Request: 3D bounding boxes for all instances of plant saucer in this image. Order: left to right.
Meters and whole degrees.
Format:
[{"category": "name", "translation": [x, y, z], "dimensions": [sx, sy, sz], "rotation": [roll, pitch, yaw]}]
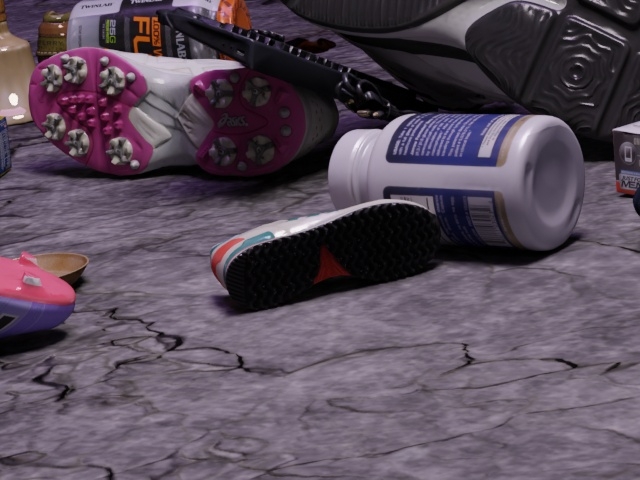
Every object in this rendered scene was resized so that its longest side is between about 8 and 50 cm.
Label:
[{"category": "plant saucer", "translation": [-0.208, 0.027, 1.423], "dimensions": [0.083, 0.015, 0.083], "rotation": [-7, 14, 2]}]

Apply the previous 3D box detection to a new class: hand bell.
[{"category": "hand bell", "translation": [-0.359, -0.254, 2.163], "dimensions": [0.126, 0.242, 0.126], "rotation": [-6, 14, 2]}]

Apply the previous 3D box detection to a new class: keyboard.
[{"category": "keyboard", "translation": [0.015, -0.138, 1.688], "dimensions": [0.201, 0.033, 0.317], "rotation": [29, 10, 30]}]

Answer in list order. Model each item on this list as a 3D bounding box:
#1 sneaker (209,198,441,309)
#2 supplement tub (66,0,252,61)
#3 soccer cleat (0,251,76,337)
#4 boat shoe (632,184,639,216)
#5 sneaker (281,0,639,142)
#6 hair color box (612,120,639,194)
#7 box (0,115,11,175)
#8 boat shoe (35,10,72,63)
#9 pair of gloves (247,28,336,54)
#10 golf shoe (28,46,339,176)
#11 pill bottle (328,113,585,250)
[{"category": "sneaker", "translation": [0.000, 0.000, 1.337], "dimensions": [0.161, 0.057, 0.075], "rotation": [-15, 21, -19]}, {"category": "supplement tub", "translation": [-0.177, -0.219, 2.190], "dimensions": [0.190, 0.117, 0.117], "rotation": [-5, 14, 13]}, {"category": "soccer cleat", "translation": [-0.286, 0.047, 1.275], "dimensions": [0.248, 0.095, 0.083], "rotation": [5, 15, -14]}, {"category": "boat shoe", "translation": [0.324, -0.070, 1.365], "dimensions": [0.258, 0.109, 0.089], "rotation": [-13, 12, -32]}, {"category": "sneaker", "translation": [0.195, -0.183, 1.751], "dimensions": [0.448, 0.169, 0.257], "rotation": [23, -1, 24]}, {"category": "hair color box", "translation": [0.312, -0.073, 1.490], "dimensions": [0.167, 0.053, 0.093], "rotation": [-16, 17, -36]}, {"category": "box", "translation": [-0.337, -0.071, 1.803], "dimensions": [0.059, 0.054, 0.169], "rotation": [-4, 14, 10]}, {"category": "boat shoe", "translation": [-0.229, -0.252, 2.375], "dimensions": [0.111, 0.104, 0.307], "rotation": [0, 15, 27]}, {"category": "pair of gloves", "translation": [-0.033, -0.178, 1.760], "dimensions": [0.083, 0.010, 0.074], "rotation": [8, -5, -23]}, {"category": "golf shoe", "translation": [-0.124, -0.116, 1.797], "dimensions": [0.306, 0.115, 0.140], "rotation": [11, 12, 28]}, {"category": "pill bottle", "translation": [0.093, -0.043, 1.389], "dimensions": [0.169, 0.094, 0.094], "rotation": [4, 18, 37]}]
